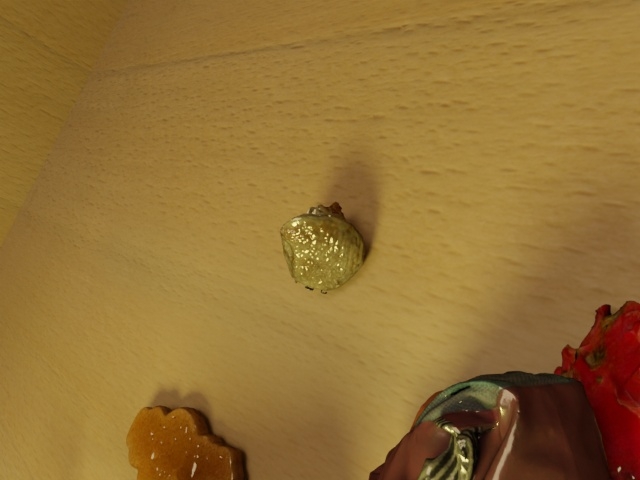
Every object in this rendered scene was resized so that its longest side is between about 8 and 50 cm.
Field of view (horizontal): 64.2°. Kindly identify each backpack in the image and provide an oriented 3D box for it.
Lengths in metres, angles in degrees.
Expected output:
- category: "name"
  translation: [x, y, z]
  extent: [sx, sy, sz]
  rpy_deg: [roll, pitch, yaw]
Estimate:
- category: "backpack"
  translation: [0.131, 0.287, 0.469]
  extent: [0.317, 0.197, 0.283]
  rpy_deg: [133, 137, -52]

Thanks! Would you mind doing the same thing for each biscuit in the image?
- category: "biscuit"
  translation: [-0.244, 0.386, 0.880]
  extent: [0.295, 0.044, 0.186]
  rpy_deg: [24, 82, 44]

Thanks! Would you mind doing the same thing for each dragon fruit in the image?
- category: "dragon fruit"
  translation: [0.308, 0.163, 0.464]
  extent: [0.163, 0.189, 0.261]
  rpy_deg: [-19, 46, -5]

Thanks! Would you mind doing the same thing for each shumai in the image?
- category: "shumai"
  translation: [0.004, 0.000, 0.828]
  extent: [0.145, 0.145, 0.116]
  rpy_deg: [-38, 25, 20]
